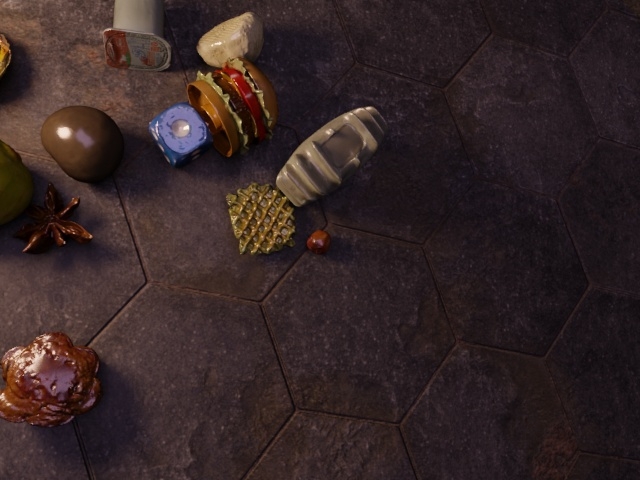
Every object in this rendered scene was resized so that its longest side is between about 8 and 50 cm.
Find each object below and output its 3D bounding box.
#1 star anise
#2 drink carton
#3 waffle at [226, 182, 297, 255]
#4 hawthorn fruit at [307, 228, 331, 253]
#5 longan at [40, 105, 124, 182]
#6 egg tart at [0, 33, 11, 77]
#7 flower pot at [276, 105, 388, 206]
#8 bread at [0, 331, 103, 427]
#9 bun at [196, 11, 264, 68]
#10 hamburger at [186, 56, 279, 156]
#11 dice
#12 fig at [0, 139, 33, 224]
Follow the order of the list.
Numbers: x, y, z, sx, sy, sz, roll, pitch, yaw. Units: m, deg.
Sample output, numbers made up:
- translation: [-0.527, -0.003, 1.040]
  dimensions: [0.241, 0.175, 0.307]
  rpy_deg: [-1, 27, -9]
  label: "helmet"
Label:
- translation: [-0.725, -0.042, 1.541]
  dimensions: [0.196, 0.111, 0.212]
  rpy_deg: [-38, 84, -25]
  label: "star anise"
- translation: [-0.529, -0.623, 1.682]
  dimensions: [0.191, 0.185, 0.190]
  rpy_deg: [1, 68, -15]
  label: "drink carton"
- translation: [-0.172, -0.069, 1.736]
  dimensions: [0.204, 0.054, 0.223]
  rpy_deg: [-13, 84, -20]
  label: "waffle"
- translation: [-0.002, 0.005, 1.767]
  dimensions: [0.077, 0.077, 0.077]
  rpy_deg: [3, 79, -16]
  label: "hawthorn fruit"
- translation: [-0.644, -0.269, 1.563]
  dimensions: [0.220, 0.196, 0.196]
  rpy_deg: [47, 71, -2]
  label: "longan"
- translation: [-0.984, -0.483, 1.547]
  dimensions: [0.279, 0.095, 0.279]
  rpy_deg: [7, 63, -13]
  label: "egg tart"
- translation: [0.042, -0.264, 1.719]
  dimensions: [0.367, 0.254, 0.164]
  rpy_deg: [-43, 98, -22]
  label: "flower pot"
- translation: [-0.680, 0.352, 1.466]
  dimensions: [0.246, 0.135, 0.232]
  rpy_deg: [6, 78, -15]
  label: "bread"
- translation: [-0.264, -0.597, 1.747]
  dimensions: [0.220, 0.220, 0.134]
  rpy_deg: [-42, 123, -19]
  label: "bun"
- translation: [-0.237, -0.396, 1.664]
  dimensions: [0.212, 0.274, 0.274]
  rpy_deg: [-35, 91, -18]
  label: "hamburger"
- translation: [-0.403, -0.304, 1.665]
  dimensions: [0.143, 0.146, 0.146]
  rpy_deg: [-36, 92, -17]
  label: "dice"
- translation: [-0.907, -0.137, 1.434]
  dimensions: [0.326, 0.258, 0.258]
  rpy_deg: [-25, 88, -7]
  label: "fig"
